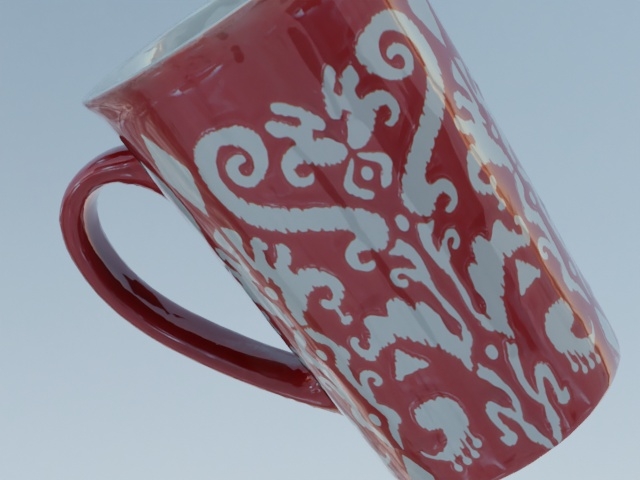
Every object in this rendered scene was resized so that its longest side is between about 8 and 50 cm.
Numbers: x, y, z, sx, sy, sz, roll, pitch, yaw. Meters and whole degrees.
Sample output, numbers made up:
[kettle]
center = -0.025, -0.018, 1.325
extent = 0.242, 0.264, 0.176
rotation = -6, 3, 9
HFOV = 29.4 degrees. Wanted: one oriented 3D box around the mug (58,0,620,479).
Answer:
[mug]
center = 0.007, -0.006, 0.416
extent = 0.169, 0.150, 0.113
rotation = 54, -127, -15
